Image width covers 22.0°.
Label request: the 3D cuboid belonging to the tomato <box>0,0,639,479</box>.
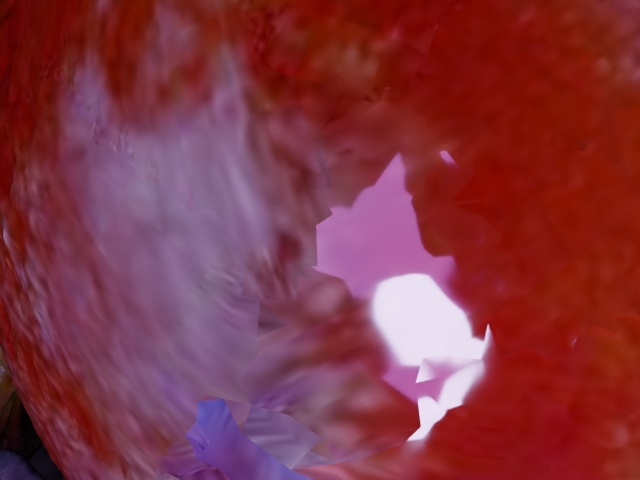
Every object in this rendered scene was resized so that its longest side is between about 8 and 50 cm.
[{"bbox_3d":[-0.003,0.005,0.481,0.290,0.176,0.335,30,127,17],"label":"tomato"}]

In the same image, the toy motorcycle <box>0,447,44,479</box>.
[{"bbox_3d":[-0.100,0.179,0.660,0.187,0.125,0.275,51,166,-5],"label":"toy motorcycle"}]

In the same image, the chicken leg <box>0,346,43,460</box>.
[{"bbox_3d":[-0.170,-0.041,0.675,0.177,0.083,0.322,-21,101,44],"label":"chicken leg"}]
